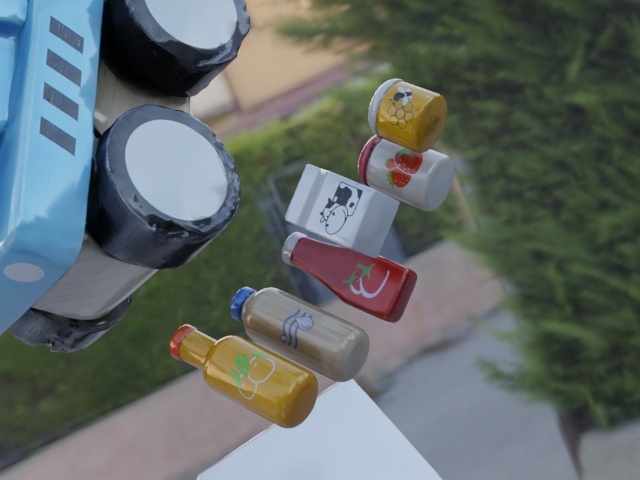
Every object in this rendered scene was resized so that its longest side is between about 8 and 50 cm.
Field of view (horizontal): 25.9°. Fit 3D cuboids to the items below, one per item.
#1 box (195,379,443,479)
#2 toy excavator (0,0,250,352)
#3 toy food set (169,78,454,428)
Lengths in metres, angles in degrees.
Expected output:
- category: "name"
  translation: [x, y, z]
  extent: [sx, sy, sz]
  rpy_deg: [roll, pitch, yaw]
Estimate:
- category: "box"
  translation: [-0.050, 0.329, 1.406]
  extent: [0.215, 0.168, 0.345]
  rpy_deg: [-29, -20, -41]
- category: "toy excavator"
  translation: [-0.297, -0.042, 0.939]
  extent: [0.445, 0.432, 0.222]
  rpy_deg: [17, -33, -28]
- category: "toy food set"
  translation: [0.000, 0.000, 0.922]
  extent: [0.105, 0.232, 0.111]
  rpy_deg: [24, 2, 29]
